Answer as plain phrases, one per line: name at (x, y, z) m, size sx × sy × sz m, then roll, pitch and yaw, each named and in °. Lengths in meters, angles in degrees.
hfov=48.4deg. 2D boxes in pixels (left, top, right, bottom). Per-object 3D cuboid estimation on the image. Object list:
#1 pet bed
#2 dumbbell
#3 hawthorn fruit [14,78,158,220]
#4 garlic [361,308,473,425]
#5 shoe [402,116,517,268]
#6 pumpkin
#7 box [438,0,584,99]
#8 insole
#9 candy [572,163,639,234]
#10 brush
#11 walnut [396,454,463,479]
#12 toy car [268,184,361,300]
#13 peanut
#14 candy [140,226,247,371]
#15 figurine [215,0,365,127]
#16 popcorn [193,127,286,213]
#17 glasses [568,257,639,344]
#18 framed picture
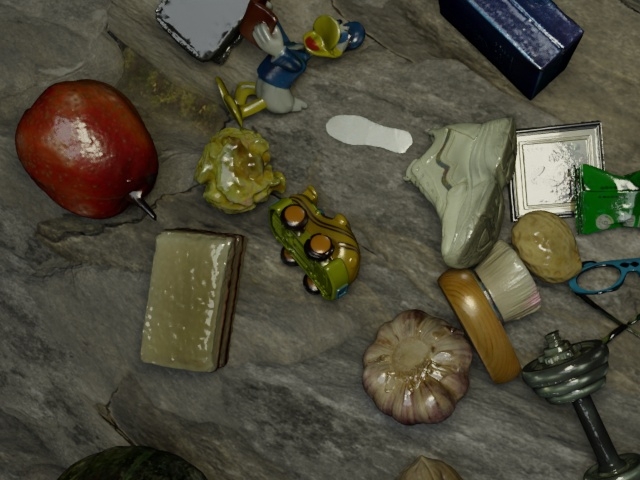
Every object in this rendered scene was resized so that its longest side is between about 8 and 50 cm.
pet bed at (-0.241, -0.515, 1.581) m, size 0.183 × 0.159 × 0.211 m, roll 40°, pitch 103°, yaw -5°
dumbbell at (0.535, 0.367, 1.388) m, size 0.179 × 0.179 × 0.406 m, roll -24°, pitch 85°, yaw 12°
hawthorn fruit at (-0.487, -0.177, 1.572) m, size 0.285 × 0.285 × 0.369 m, roll -41°, pitch 86°, yaw 10°
garlic at (0.203, 0.271, 1.478) m, size 0.245 × 0.160 × 0.244 m, roll -11°, pitch 53°, yaw 15°
shoe at (0.264, -0.101, 1.440) m, size 0.211 × 0.132 × 0.341 m, roll 6°, pitch 63°, yaw 30°
pumpkin at (-0.407, 0.662, 1.528) m, size 0.455 × 0.344 × 0.454 m, roll 1°, pitch 97°, yaw 12°
box at (0.355, -0.424, 1.379) m, size 0.116 × 0.261 × 0.279 m, roll -45°, pitch 81°, yaw 7°
insole at (0.107, -0.236, 1.571) m, size 0.197 × 0.004 × 0.065 m, roll 14°, pitch 94°, yaw 13°
candy at (0.608, -0.086, 1.415) m, size 0.203 × 0.078 × 0.141 m, roll -2°, pitch 85°, yaw 9°
brush at (0.364, 0.149, 1.442) m, size 0.166 × 0.174 × 0.266 m, roll -27°, pitch 97°, yaw 3°
walnut at (0.231, 0.560, 1.473) m, size 0.178 × 0.178 × 0.230 m, roll -11°, pitch 84°, yaw 13°
toy car at (0.000, 0.000, 1.518) m, size 0.142 × 0.200 × 0.248 m, roll -34°, pitch 73°, yaw -18°
peanut at (0.454, 0.012, 1.425) m, size 0.159 × 0.141 × 0.109 m, roll 49°, pitch 142°, yaw 9°
candy at (-0.286, 0.131, 1.602) m, size 0.180 × 0.135 × 0.320 m, roll 11°, pitch 93°, yaw 14°
figurine at (-0.070, -0.413, 1.521) m, size 0.338 × 0.283 × 0.204 m, roll -22°, pitch 43°, yaw -5°
popcorn at (-0.179, -0.150, 1.557) m, size 0.187 × 0.167 × 0.185 m, roll -37°, pitch 84°, yaw 8°
glasses at (0.623, 0.134, 1.404) m, size 0.239 × 0.102 × 0.206 m, roll -9°, pitch 88°, yaw 13°
framed picture at (0.487, -0.144, 1.480) m, size 0.195 × 0.010 × 0.199 m, roll -4°, pitch 90°, yaw 13°
